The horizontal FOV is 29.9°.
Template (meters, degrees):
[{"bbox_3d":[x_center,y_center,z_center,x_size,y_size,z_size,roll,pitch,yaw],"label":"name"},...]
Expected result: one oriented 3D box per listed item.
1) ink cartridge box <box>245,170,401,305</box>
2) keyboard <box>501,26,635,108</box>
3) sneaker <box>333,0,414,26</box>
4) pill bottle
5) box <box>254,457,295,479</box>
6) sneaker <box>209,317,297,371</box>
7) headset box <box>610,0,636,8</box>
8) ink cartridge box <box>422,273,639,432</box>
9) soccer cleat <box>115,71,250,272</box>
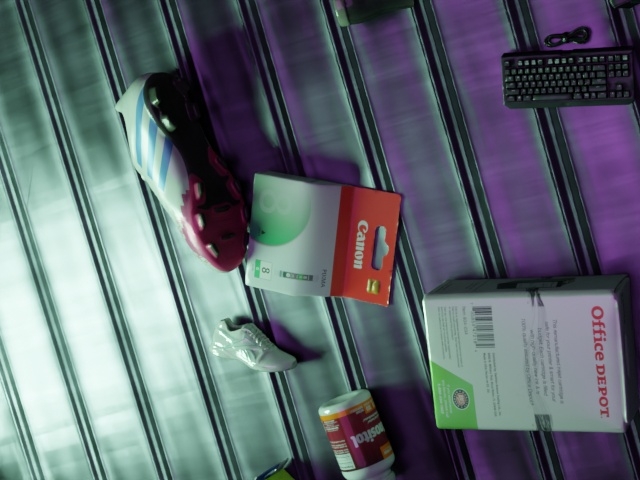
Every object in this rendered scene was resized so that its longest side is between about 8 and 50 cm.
[{"bbox_3d":[0.000,0.000,1.820,0.225,0.056,0.181,12,105,23],"label":"ink cartridge box"},{"bbox_3d":[0.336,-0.236,1.639,0.180,0.023,0.108,0,100,23],"label":"keyboard"},{"bbox_3d":[0.065,-0.421,1.706,0.118,0.083,0.222,-11,89,7],"label":"sneaker"},{"bbox_3d":[0.062,0.311,1.834,0.086,0.086,0.152,-21,92,26],"label":"pill bottle"},{"bbox_3d":[-0.109,0.436,1.921,0.042,0.109,0.178,42,114,16],"label":"box"},{"bbox_3d":[-0.106,0.167,1.899,0.152,0.054,0.061,16,103,21],"label":"sneaker"},{"bbox_3d":[0.444,-0.447,1.489,0.283,0.131,0.246,-22,91,26],"label":"headset box"},{"bbox_3d":[0.297,0.157,1.681,0.273,0.115,0.198,-3,99,25],"label":"ink cartridge box"},{"bbox_3d":[-0.217,-0.101,1.879,0.143,0.116,0.331,-18,95,48],"label":"soccer cleat"}]
